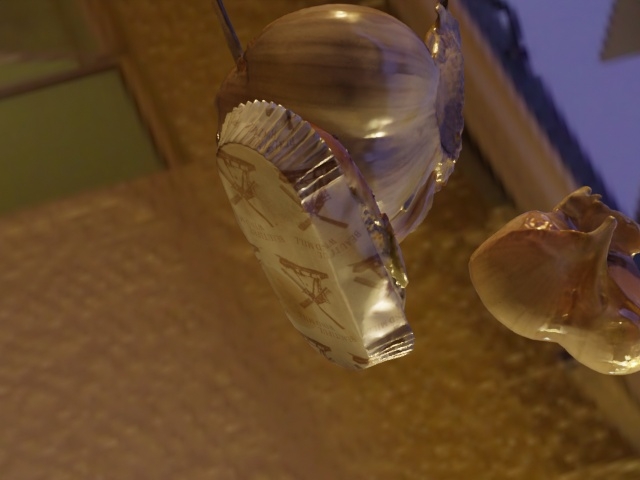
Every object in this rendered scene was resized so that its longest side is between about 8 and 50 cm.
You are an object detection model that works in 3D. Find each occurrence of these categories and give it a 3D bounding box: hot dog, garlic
[{"bbox_3d":[0.000,0.000,1.056,0.099,0.053,0.192,22,-31,44],"label":"hot dog"},{"bbox_3d":[0.205,0.036,1.508,0.174,0.124,0.099,37,11,-9],"label":"garlic"},{"bbox_3d":[0.015,-0.125,1.394,0.207,0.207,0.256,104,-33,-60],"label":"garlic"}]
